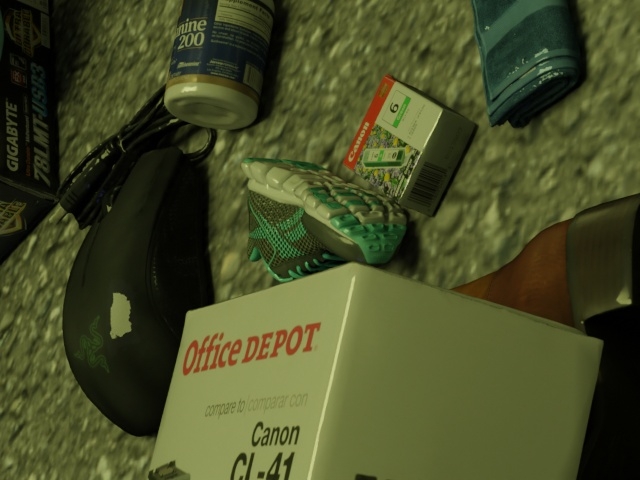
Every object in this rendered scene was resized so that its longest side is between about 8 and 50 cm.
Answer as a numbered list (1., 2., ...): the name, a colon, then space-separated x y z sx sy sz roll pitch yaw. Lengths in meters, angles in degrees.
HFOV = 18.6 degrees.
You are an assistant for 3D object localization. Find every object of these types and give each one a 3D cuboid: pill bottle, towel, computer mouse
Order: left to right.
1. computer mouse: -0.144 0.013 1.396 0.188 0.072 0.272 -41 41 36
2. pill bottle: -0.068 -0.144 1.374 0.067 0.067 0.120 -17 59 52
3. towel: 0.115 -0.127 1.121 0.067 0.029 0.119 -38 43 39

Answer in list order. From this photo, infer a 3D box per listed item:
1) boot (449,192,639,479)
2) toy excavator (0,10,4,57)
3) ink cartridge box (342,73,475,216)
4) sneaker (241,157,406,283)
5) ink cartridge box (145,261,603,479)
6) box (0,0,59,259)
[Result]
1. boot: 0.069 0.123 0.987 0.280 0.096 0.264 -27 51 49
2. toy excavator: -0.334 -0.250 1.602 0.222 0.445 0.433 43 149 53
3. ink cartridge box: 0.045 -0.064 1.192 0.115 0.029 0.063 39 106 57
4. sneaker: 0.000 0.000 1.210 0.166 0.065 0.076 -149 64 -61
5. ink cartridge box: -0.007 0.180 0.879 0.226 0.131 0.306 -18 58 65
6. box: -0.340 -0.077 1.749 0.295 0.073 0.293 -42 39 36
